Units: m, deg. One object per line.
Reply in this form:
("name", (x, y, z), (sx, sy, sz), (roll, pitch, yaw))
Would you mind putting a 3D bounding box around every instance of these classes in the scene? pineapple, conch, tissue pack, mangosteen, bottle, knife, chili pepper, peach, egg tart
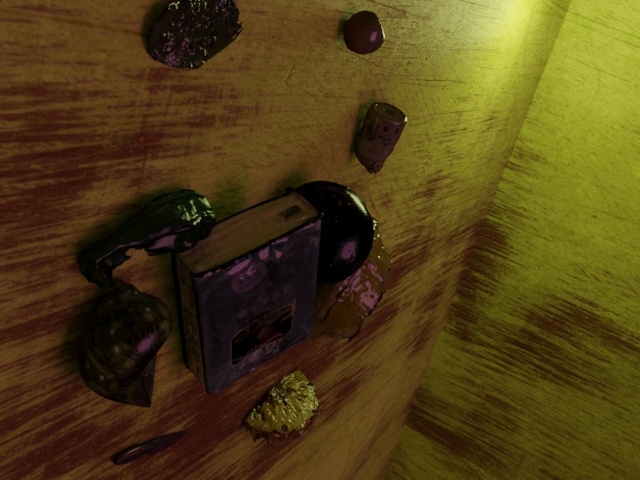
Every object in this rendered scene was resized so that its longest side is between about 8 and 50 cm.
("pineapple", (-0.085, 0.462, 2.037), (0.250, 0.140, 0.164), (-33, 144, -58))
("conch", (-0.294, 0.156, 1.232), (0.187, 0.124, 0.181), (147, -40, -86))
("tissue pack", (-0.130, 0.097, 1.460), (0.259, 0.122, 0.361), (-26, 144, -26))
("mangosteen", (0.000, 0.000, 1.638), (0.211, 0.211, 0.250), (-52, 170, -30))
("bottle", (0.127, -0.227, 1.825), (0.099, 0.099, 0.152), (-36, 154, -51))
("knife", (-0.324, 0.402, 1.567), (0.247, 0.018, 0.035), (6, 105, -69))
("chili pepper", (-0.249, -0.009, 1.203), (0.253, 0.083, 0.099), (-33, 152, -48))
("peach", (0.081, -0.395, 1.544), (0.083, 0.083, 0.083), (-49, 154, -34))
("egg tart", (0.067, 0.108, 1.873), (0.345, 0.132, 0.345), (-59, -178, 4))

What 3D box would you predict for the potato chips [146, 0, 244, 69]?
("potato chips", (-0.169, -0.304, 1.134), (0.209, 0.026, 0.142), (4, 108, -68))
